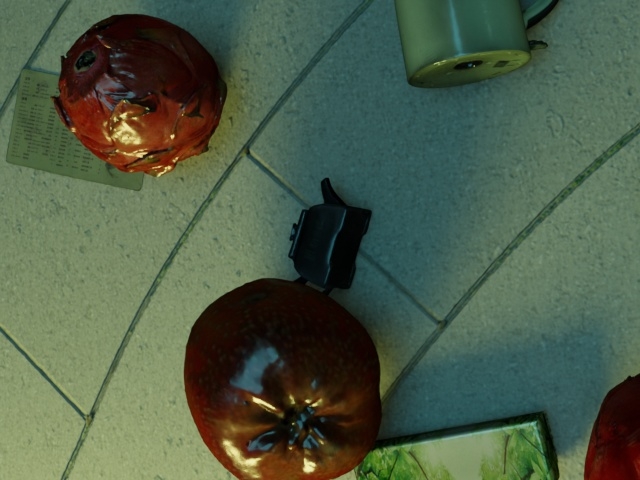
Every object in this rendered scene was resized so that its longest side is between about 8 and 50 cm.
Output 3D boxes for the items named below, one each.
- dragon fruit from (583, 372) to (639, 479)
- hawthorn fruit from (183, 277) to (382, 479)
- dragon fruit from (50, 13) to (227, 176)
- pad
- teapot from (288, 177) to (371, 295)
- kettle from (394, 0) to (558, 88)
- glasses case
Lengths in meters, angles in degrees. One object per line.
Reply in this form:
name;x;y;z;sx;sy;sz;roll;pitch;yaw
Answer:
dragon fruit;0.451;0.272;1.298;0.296;0.302;0.295;-1;86;16
hawthorn fruit;-0.062;0.185;1.519;0.300;0.275;0.275;39;105;45
dragon fruit;-0.256;-0.207;1.609;0.241;0.252;0.241;-43;33;37
pad;-0.386;-0.179;1.785;0.265;0.009;0.159;12;95;22
teapot;0.000;0.000;1.591;0.096;0.087;0.177;18;96;26
kettle;0.201;-0.348;1.486;0.240;0.165;0.255;-9;82;-8
glasses case;0.182;0.303;1.528;0.272;0.062;0.095;-13;91;22
